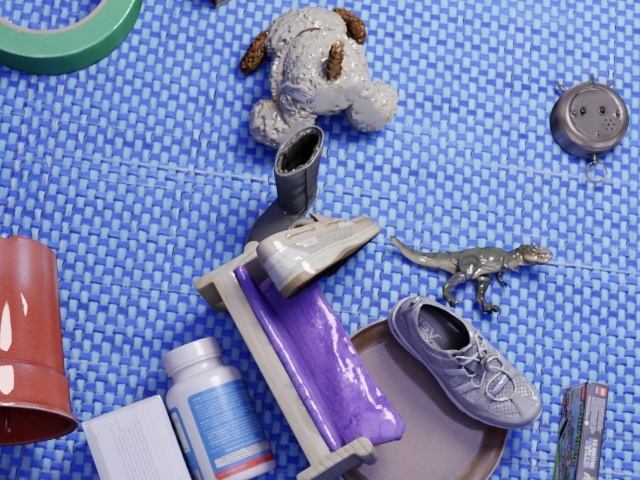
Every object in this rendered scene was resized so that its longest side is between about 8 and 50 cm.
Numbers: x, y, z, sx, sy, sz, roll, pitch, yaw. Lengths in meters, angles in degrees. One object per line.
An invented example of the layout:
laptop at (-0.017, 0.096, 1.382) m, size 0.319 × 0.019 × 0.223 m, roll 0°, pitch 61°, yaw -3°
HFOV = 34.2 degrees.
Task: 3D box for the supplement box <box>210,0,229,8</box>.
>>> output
supplement box at (-0.169, -0.442, 1.779) m, size 0.055 × 0.083 × 0.043 m, roll -32°, pitch 82°, yaw -14°

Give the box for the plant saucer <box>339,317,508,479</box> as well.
plant saucer at (0.143, 0.275, 1.652) m, size 0.311 × 0.050 × 0.310 m, roll 2°, pitch 75°, yaw -7°

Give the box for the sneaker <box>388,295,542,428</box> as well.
sneaker at (0.224, 0.190, 1.599) m, size 0.281 × 0.115 × 0.105 m, roll 37°, pitch 75°, yaw 3°

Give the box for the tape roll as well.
tape roll at (-0.461, -0.441, 1.748) m, size 0.321 × 0.077 × 0.321 m, roll 2°, pitch 76°, yaw -6°

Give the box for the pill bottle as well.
pill bottle at (-0.161, 0.264, 1.579) m, size 0.124 × 0.124 × 0.221 m, roll -20°, pitch 80°, yaw -11°

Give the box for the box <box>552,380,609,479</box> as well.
box at (0.406, 0.331, 1.636) m, size 0.036 × 0.114 × 0.207 m, roll 12°, pitch 74°, yaw -3°

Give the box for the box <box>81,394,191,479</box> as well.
box at (-0.258, 0.336, 1.519) m, size 0.119 × 0.181 × 0.182 m, roll -20°, pitch 79°, yaw -12°

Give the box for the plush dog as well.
plush dog at (-0.014, -0.301, 1.725) m, size 0.262 × 0.210 × 0.225 m, roll -15°, pitch 52°, yaw -12°

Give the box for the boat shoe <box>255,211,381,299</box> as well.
boat shoe at (0.000, 0.000, 1.598) m, size 0.098 × 0.302 × 0.109 m, roll 50°, pitch 119°, yaw 6°

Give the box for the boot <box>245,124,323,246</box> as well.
boot at (-0.055, -0.066, 1.631) m, size 0.076 × 0.208 × 0.189 m, roll 29°, pitch 74°, yaw 2°

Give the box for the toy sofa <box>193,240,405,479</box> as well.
toy sofa at (-0.028, 0.179, 1.564) m, size 0.177 × 0.150 × 0.362 m, roll -30°, pitch 71°, yaw -2°

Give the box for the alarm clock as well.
alarm clock at (0.472, -0.193, 1.807) m, size 0.129 × 0.064 × 0.192 m, roll -2°, pitch 79°, yaw -8°

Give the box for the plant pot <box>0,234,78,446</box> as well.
plant pot at (-0.490, 0.144, 1.514) m, size 0.272 × 0.272 × 0.265 m, roll -1°, pitch 67°, yaw -7°

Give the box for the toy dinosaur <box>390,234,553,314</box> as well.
toy dinosaur at (0.247, 0.056, 1.718) m, size 0.268 × 0.064 × 0.118 m, roll 3°, pitch 69°, yaw -4°
